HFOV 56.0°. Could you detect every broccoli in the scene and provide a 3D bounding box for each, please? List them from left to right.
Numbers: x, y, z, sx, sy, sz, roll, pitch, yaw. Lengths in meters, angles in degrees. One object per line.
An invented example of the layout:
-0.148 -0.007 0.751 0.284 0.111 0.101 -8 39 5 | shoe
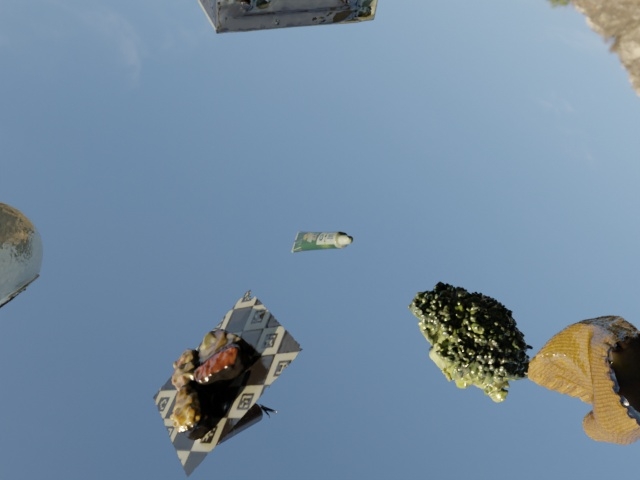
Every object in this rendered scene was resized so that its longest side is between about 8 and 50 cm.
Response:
0.325 0.244 1.379 0.247 0.246 0.288 -18 -121 -35 | broccoli

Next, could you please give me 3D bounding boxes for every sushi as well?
-0.086 0.098 0.475 0.026 0.126 0.120 46 172 -30 | sushi

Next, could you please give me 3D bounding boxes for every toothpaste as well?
0.000 0.000 1.168 0.031 0.204 0.049 24 -104 -29 | toothpaste

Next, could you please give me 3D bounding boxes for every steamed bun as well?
-0.512 0.022 0.807 0.146 0.164 0.241 12 -149 23 | steamed bun

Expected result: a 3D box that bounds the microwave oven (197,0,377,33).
-0.043 -0.476 0.778 0.286 0.355 0.219 -13 -130 -21 | microwave oven

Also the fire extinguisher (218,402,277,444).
-0.173 0.375 1.272 0.078 0.045 0.157 27 -152 33 | fire extinguisher

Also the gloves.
0.473 0.226 0.985 0.155 0.356 0.203 -23 -101 -9 | gloves
